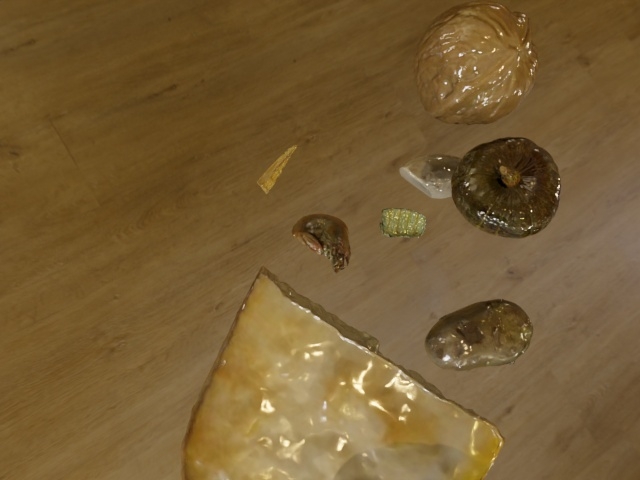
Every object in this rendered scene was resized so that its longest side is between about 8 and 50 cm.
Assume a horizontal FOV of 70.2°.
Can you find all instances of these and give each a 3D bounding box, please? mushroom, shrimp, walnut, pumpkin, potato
[{"bbox_3d":[0.366,-0.191,1.310,0.350,0.128,0.128,-12,81,-37],"label":"mushroom"},{"bbox_3d":[0.000,0.000,0.454,0.059,0.108,0.023,8,117,-3],"label":"shrimp"},{"bbox_3d":[0.284,-0.322,0.838,0.228,0.228,0.227,3,78,-14],"label":"walnut"},{"bbox_3d":[0.379,-0.118,0.937,0.219,0.162,0.218,-4,71,12],"label":"pumpkin"},{"bbox_3d":[0.381,0.231,1.114,0.263,0.165,0.164,-11,81,-1],"label":"potato"}]

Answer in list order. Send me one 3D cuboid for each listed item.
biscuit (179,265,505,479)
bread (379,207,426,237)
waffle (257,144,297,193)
[{"bbox_3d":[0.007,0.327,0.693,0.430,0.104,0.445,26,96,3],"label":"biscuit"},{"bbox_3d":[0.260,-0.063,1.513,0.157,0.110,0.103,10,100,-9],"label":"bread"},{"bbox_3d":[-0.143,-0.253,1.623,0.032,0.125,0.191,43,87,11],"label":"waffle"}]
